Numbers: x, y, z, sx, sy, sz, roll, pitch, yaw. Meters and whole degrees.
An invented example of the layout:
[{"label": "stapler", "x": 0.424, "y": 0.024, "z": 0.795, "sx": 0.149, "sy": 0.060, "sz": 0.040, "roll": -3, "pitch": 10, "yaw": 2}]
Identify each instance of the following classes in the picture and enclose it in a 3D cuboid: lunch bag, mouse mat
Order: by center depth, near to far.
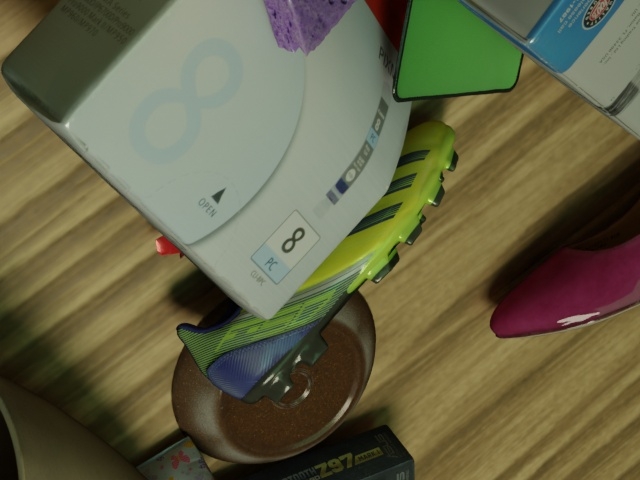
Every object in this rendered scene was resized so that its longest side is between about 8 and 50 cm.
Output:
[{"label": "mouse mat", "x": 0.120, "y": -0.185, "z": 1.177, "sx": 0.190, "sy": 0.007, "sz": 0.152, "roll": -12, "pitch": 117, "yaw": -53}, {"label": "lunch bag", "x": -0.128, "y": 0.222, "z": 1.290, "sx": 0.083, "sy": 0.071, "sz": 0.053, "roll": -30, "pitch": 141, "yaw": -8}]

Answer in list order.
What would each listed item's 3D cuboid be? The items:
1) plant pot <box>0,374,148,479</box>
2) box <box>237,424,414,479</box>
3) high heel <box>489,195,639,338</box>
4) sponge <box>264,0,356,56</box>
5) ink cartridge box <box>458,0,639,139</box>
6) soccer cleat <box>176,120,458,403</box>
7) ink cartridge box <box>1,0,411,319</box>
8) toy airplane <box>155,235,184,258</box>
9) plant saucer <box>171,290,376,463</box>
[{"label": "plant pot", "x": -0.232, "y": 0.229, "z": 1.146, "sx": 0.256, "sy": 0.256, "sz": 0.274, "roll": -53, "pitch": 146, "yaw": 7}, {"label": "box", "x": -0.004, "y": 0.298, "z": 1.411, "sx": 0.183, "sy": 0.059, "sz": 0.232, "roll": -20, "pitch": 130, "yaw": -20}, {"label": "high heel", "x": 0.296, "y": -0.056, "z": 1.382, "sx": 0.377, "sy": 0.127, "sz": 0.181, "roll": -29, "pitch": 100, "yaw": -8}, {"label": "sponge", "x": 0.025, "y": -0.233, "z": 0.991, "sx": 0.210, "sy": 0.031, "sz": 0.117, "roll": -52, "pitch": 144, "yaw": -25}, {"label": "ink cartridge box", "x": 0.233, "y": -0.222, "z": 1.140, "sx": 0.223, "sy": 0.129, "sz": 0.307, "roll": -54, "pitch": 150, "yaw": 8}, {"label": "soccer cleat", "x": 0.000, "y": 0.000, "z": 1.223, "sx": 0.121, "sy": 0.093, "sz": 0.289, "roll": 39, "pitch": 80, "yaw": 3}, {"label": "ink cartridge box", "x": 0.003, "y": -0.159, "z": 1.072, "sx": 0.385, "sy": 0.091, "sz": 0.308, "roll": -46, "pitch": 144, "yaw": -3}, {"label": "toy airplane", "x": -0.095, "y": -0.046, "z": 1.177, "sx": 0.151, "sy": 0.028, "sz": 0.151, "roll": -16, "pitch": 125, "yaw": -24}, {"label": "plant saucer", "x": -0.031, "y": 0.121, "z": 1.312, "sx": 0.199, "sy": 0.036, "sz": 0.198, "roll": -15, "pitch": 125, "yaw": -22}]
